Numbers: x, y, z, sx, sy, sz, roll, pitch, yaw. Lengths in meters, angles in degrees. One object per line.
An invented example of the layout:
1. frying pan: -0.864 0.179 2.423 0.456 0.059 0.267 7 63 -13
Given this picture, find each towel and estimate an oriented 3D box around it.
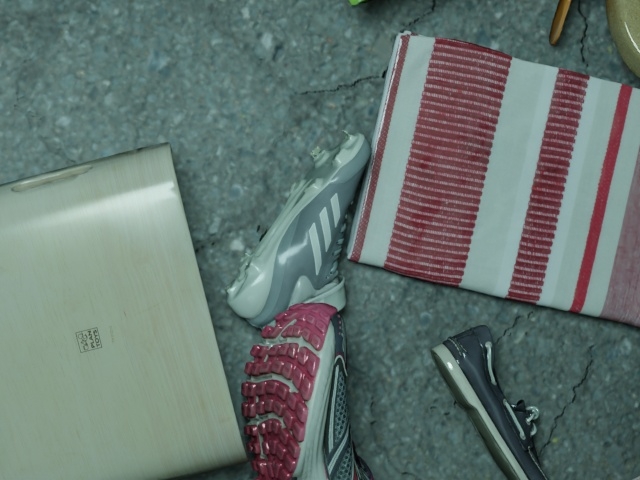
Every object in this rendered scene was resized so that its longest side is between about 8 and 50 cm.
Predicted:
1. towel: 0.204 -0.058 1.286 0.329 0.037 0.237 12 89 -12

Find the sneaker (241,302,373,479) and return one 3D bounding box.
1. sneaker: -0.004 0.201 1.198 0.112 0.121 0.299 -6 105 -30

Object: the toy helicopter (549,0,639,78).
1. toy helicopter: 0.335 -0.321 1.289 0.235 0.140 0.355 -5 81 -5

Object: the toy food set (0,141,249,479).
1. toy food set: -0.205 0.085 1.165 0.220 0.092 0.306 -14 93 -2

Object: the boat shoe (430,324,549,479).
1. boat shoe: 0.187 0.176 1.262 0.065 0.075 0.206 -33 93 -9

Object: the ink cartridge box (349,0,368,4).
1. ink cartridge box: 0.106 -0.357 1.166 0.255 0.097 0.189 -25 98 21

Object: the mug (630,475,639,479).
1. mug: 0.347 0.330 1.286 0.150 0.113 0.169 -29 94 -17

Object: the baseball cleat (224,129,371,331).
1. baseball cleat: 0.000 0.000 1.223 0.109 0.072 0.206 38 91 -18
